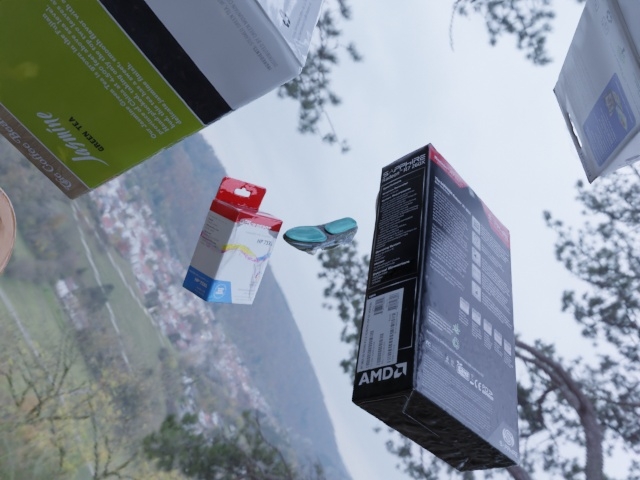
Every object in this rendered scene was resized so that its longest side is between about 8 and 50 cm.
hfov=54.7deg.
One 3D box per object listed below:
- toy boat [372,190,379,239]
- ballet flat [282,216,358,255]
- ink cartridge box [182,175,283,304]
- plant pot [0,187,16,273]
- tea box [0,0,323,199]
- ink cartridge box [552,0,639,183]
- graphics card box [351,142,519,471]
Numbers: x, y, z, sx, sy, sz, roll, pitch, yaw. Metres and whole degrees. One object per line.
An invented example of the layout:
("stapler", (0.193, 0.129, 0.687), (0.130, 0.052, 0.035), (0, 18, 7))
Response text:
("toy boat", (0.183, 0.007, 1.190), (0.318, 0.148, 0.267), (-49, 131, -88))
("ballet flat", (0.000, 0.000, 1.293), (0.070, 0.188, 0.070), (21, -64, 52))
("ink cartridge box", (-0.162, 0.003, 1.208), (0.078, 0.231, 0.134), (26, 8, 35))
("plant pot", (-0.602, -0.021, 0.914), (0.204, 0.290, 0.291), (16, -27, 19))
("tea box", (-0.181, -0.271, 0.675), (0.220, 0.324, 0.329), (51, 32, -31))
("ink cartridge box", (0.365, -0.189, 0.764), (0.333, 0.065, 0.165), (33, 39, -76))
("graphics card box", (0.164, 0.082, 0.814), (0.233, 0.094, 0.370), (40, 43, -33))
